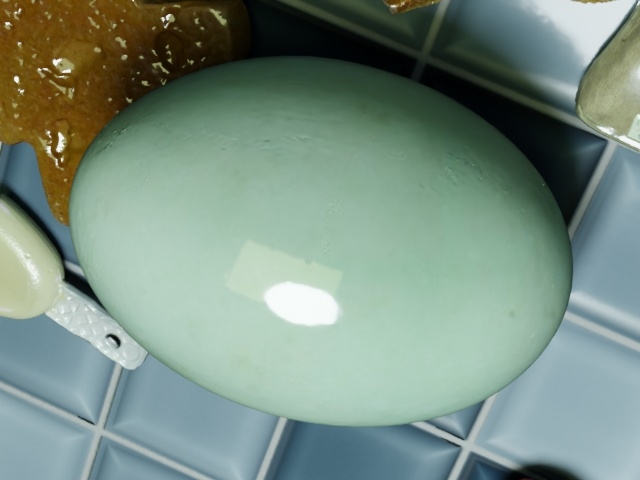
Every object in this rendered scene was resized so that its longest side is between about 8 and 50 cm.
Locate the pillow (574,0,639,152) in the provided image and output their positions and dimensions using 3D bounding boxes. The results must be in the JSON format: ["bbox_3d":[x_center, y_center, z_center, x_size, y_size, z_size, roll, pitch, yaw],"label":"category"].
[{"bbox_3d":[0.286,-0.154,1.106,0.130,0.033,0.217,24,122,-1],"label":"pillow"}]

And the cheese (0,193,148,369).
[{"bbox_3d":[-0.262,0.047,1.380,0.235,0.050,0.127,35,120,0],"label":"cheese"}]

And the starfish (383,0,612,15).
[{"bbox_3d":[0.137,-0.247,1.105,0.240,0.043,0.227,28,123,-3],"label":"starfish"}]

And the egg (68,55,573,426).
[{"bbox_3d":[0.000,0.000,1.135,0.389,0.276,0.276,11,119,1],"label":"egg"}]

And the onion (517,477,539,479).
[{"bbox_3d":[0.197,0.259,1.316,0.107,0.097,0.107,42,155,24],"label":"onion"}]

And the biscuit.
[{"bbox_3d":[-0.202,-0.161,1.258,0.301,0.043,0.278,45,121,-7],"label":"biscuit"}]
